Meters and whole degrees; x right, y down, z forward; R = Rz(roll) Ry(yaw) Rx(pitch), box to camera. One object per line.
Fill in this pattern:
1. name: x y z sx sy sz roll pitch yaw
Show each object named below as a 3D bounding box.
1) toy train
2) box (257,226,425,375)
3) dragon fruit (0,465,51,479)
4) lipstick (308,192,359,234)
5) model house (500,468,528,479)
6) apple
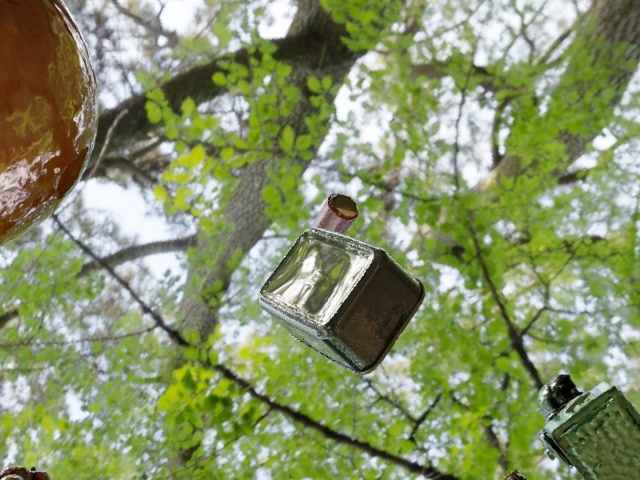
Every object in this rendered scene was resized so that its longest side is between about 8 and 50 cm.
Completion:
1. toy train: 0.371 0.290 1.014 0.115 0.154 0.269 -38 -88 3
2. box: 0.019 0.068 1.038 0.090 0.201 0.144 44 -102 -31
3. dragon fruit: -0.413 0.371 1.097 0.142 0.175 0.138 34 -118 1
4. lipstick: 0.000 0.000 1.795 0.080 0.241 0.080 18 -138 -17
5. model house: 0.333 0.519 1.453 0.176 0.181 0.248 51 -173 14
6. apple: -0.279 -0.074 0.507 0.272 0.251 0.206 -43 -65 -43
